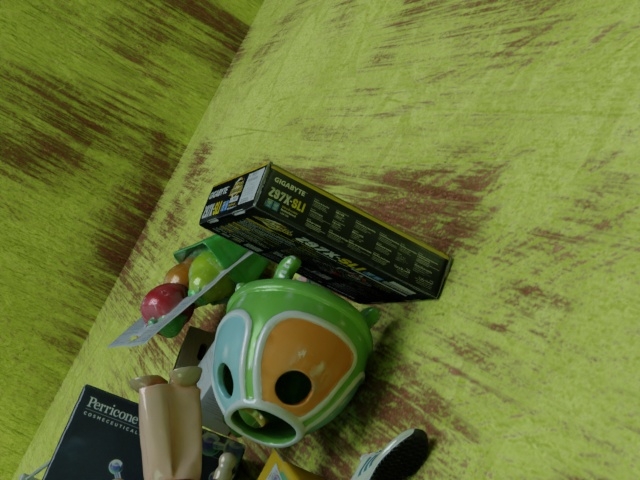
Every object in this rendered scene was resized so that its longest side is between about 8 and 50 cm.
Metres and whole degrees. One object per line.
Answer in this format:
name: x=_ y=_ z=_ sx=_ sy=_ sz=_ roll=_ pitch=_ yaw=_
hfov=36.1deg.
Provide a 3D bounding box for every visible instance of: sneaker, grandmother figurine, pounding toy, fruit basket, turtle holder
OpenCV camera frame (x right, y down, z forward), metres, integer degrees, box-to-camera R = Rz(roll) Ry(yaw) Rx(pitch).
sneaker: x=0.081 y=0.296 z=1.305 sx=0.161 sy=0.057 sz=0.075 roll=-57 pitch=26 yaw=21
grandmother figurine: x=-0.233 y=0.379 z=1.522 sx=0.207 sy=0.104 sz=0.342 roll=-17 pitch=67 yaw=19
pounding toy: x=-0.262 y=0.258 z=2.168 sx=0.130 sy=0.100 sz=0.141 roll=119 pitch=169 yaw=-48
fruit basket: x=-0.287 y=0.126 z=2.145 sx=0.353 sy=0.165 sz=0.327 roll=-48 pitch=14 yaw=-24
turtle holder: x=-0.075 y=0.192 z=1.517 sx=0.320 sy=0.243 sz=0.227 roll=-12 pitch=45 yaw=40

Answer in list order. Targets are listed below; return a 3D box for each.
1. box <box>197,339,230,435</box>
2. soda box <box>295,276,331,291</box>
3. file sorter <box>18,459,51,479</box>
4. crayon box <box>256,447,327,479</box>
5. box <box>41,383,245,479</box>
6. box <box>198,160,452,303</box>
box: x=-0.185 y=0.272 z=1.935 sx=0.170 sy=0.091 sz=0.130 roll=-57 pitch=21 yaw=13
soda box: x=-0.031 y=0.148 z=1.773 sx=0.063 sy=0.058 sz=0.183 roll=-39 pitch=29 yaw=46
file sorter: x=-0.482 y=0.592 z=1.980 sx=0.173 sy=0.277 sz=0.193 roll=-35 pitch=32 yaw=43
crayon box: x=-0.037 y=0.446 z=1.360 sx=0.203 sy=0.083 sz=0.323 roll=-62 pitch=20 yaw=1
box: x=-0.331 y=0.487 z=1.644 sx=0.212 sy=0.293 sz=0.395 roll=114 pitch=177 yaw=-70
box: x=0.000 y=0.000 z=1.505 sx=0.257 sy=0.322 sz=0.079 roll=-16 pitch=51 yaw=64
